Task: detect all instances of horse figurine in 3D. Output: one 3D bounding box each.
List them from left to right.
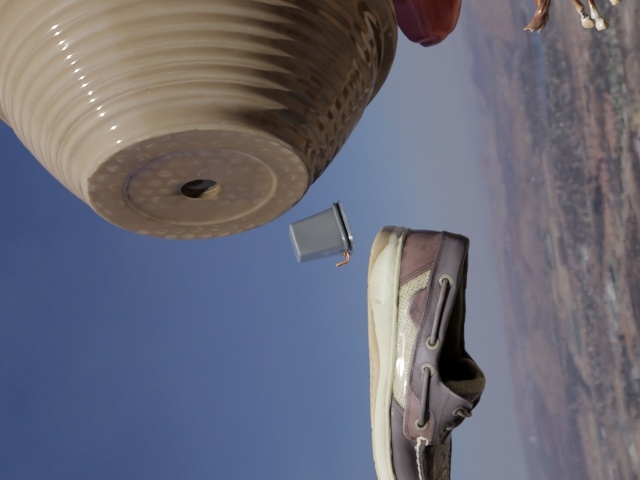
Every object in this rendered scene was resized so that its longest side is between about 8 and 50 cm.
[{"bbox_3d":[0.291,-0.334,0.964,0.263,0.066,0.174,-44,-74,-39],"label":"horse figurine"}]

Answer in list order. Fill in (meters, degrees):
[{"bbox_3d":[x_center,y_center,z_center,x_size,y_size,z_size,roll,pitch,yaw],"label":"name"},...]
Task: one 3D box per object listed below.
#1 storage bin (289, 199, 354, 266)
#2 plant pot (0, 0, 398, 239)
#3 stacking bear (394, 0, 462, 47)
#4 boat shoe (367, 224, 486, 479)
[{"bbox_3d":[0.000,0.000,1.399,0.135,0.091,0.098,100,152,-82],"label":"storage bin"},{"bbox_3d":[-0.068,-0.074,0.466,0.237,0.238,0.109,59,-161,-63],"label":"plant pot"},{"bbox_3d":[0.147,-0.248,0.532,0.175,0.289,0.164,13,-103,-46],"label":"stacking bear"},{"bbox_3d":[0.100,0.126,0.759,0.103,0.092,0.285,-28,-65,-63],"label":"boat shoe"}]
